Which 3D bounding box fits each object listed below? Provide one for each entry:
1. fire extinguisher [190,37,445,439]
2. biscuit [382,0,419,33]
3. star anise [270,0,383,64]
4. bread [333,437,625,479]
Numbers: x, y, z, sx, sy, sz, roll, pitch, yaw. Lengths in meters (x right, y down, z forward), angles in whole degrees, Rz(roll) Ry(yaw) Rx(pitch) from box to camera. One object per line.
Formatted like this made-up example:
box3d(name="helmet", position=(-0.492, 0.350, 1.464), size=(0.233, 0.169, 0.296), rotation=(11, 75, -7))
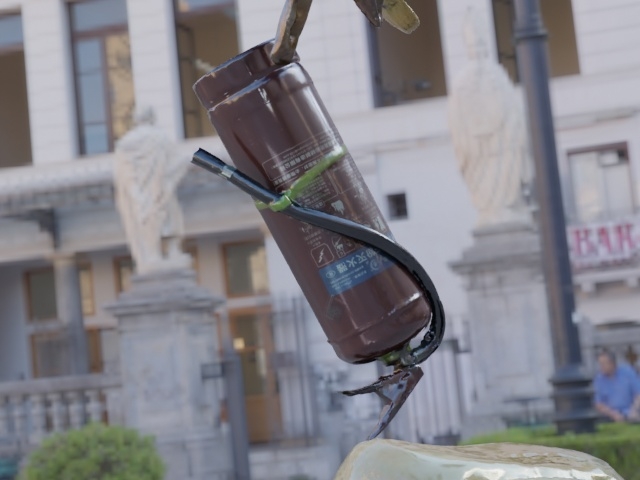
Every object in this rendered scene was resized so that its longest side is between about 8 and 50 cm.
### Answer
box3d(name="fire extinguisher", position=(0.000, 0.000, 1.139), size=(0.141, 0.341, 0.105), rotation=(-28, 2, -18))
box3d(name="biscuit", position=(0.026, -0.302, 1.367), size=(0.030, 0.153, 0.234), rotation=(-46, -22, 1))
box3d(name="star anise", position=(0.002, -0.315, 1.003), size=(0.109, 0.292, 0.349), rotation=(-20, 26, 48))
box3d(name="bread", position=(0.193, 0.375, 1.590), size=(0.376, 0.253, 0.348), rotation=(10, 2, -36))
